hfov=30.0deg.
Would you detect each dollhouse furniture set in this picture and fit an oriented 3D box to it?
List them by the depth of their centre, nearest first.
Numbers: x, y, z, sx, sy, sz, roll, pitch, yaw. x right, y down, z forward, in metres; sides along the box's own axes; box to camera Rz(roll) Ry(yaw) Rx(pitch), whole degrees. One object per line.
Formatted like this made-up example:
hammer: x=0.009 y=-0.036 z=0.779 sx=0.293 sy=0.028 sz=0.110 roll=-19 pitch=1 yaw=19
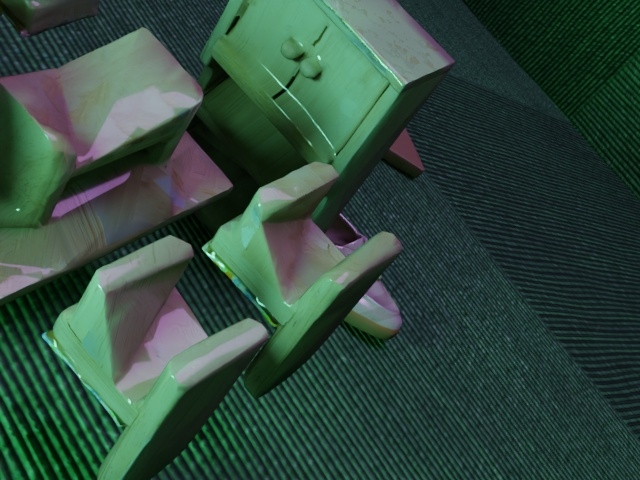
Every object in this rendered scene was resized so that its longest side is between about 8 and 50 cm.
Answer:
dollhouse furniture set: x=-0.127 y=-0.046 z=0.840 sx=0.362 sy=0.256 sz=0.394 roll=48 pitch=43 yaw=12

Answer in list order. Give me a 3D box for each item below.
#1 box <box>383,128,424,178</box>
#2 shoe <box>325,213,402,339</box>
box: x=0.036 y=-0.173 z=1.517 sx=0.201 sy=0.021 sz=0.164 roll=30 pitch=26 yaw=-30
shoe: x=0.000 y=0.000 z=1.089 sx=0.219 sy=0.058 sz=0.076 roll=46 pitch=22 yaw=6
